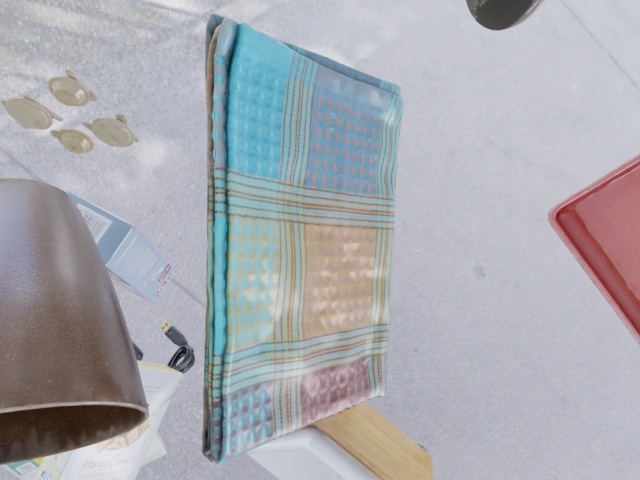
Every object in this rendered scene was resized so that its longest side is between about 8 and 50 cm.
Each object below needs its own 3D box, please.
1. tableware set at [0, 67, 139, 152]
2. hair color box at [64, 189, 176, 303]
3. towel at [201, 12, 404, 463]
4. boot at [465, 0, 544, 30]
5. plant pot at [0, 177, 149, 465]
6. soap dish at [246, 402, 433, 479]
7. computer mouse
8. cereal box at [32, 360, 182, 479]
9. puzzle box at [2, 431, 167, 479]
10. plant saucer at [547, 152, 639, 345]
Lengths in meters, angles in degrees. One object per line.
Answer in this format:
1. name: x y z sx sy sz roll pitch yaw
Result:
1. tableware set: -0.368 -0.179 0.727 0.169 0.141 0.020 -10 57 23
2. hair color box: -0.509 0.033 1.214 0.185 0.374 0.113 27 72 7
3. towel: 0.000 0.000 0.492 0.271 0.040 0.370 0 92 -49
4. boot: 0.194 -0.299 0.330 0.115 0.305 0.112 -13 44 -31
5. plant pot: -0.281 0.066 0.447 0.215 0.215 0.230 -6 63 -20
6. soap dish: 0.021 0.342 0.787 0.229 0.291 0.118 40 56 -7
7. computer mouse: -0.360 0.185 0.899 0.262 0.060 0.184 31 41 16
8. cereal box: -0.317 0.297 0.728 0.047 0.173 0.240 18 79 24
9. puzzle box: -0.534 0.461 1.117 0.272 0.408 0.052 -21 51 -18
10. plant saucer: 0.369 -0.006 0.406 0.259 0.258 0.047 49 23 -11
